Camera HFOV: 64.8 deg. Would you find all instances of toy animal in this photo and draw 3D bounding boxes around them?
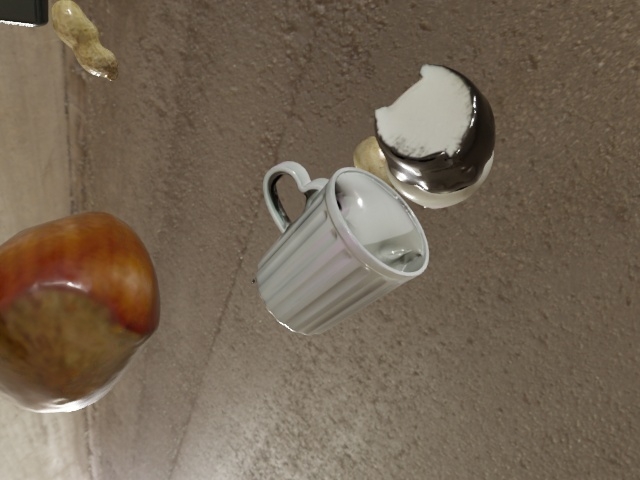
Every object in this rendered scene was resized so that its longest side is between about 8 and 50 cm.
[{"bbox_3d":[0.252,-0.188,1.071,0.250,0.251,0.310,29,178,30],"label":"toy animal"}]

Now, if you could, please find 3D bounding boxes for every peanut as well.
[{"bbox_3d":[-0.622,-0.525,1.346,0.085,0.104,0.228,-7,134,23],"label":"peanut"}]

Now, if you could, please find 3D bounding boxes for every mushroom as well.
[{"bbox_3d":[0.162,-0.207,1.385,0.166,0.127,0.166,-25,-90,-86],"label":"mushroom"}]

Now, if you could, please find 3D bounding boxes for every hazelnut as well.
[{"bbox_3d":[-0.468,0.123,0.929,0.365,0.365,0.366,26,132,32],"label":"hazelnut"}]

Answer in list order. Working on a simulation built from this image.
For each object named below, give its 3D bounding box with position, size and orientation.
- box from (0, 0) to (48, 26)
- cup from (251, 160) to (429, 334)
[{"bbox_3d":[-0.530,-0.396,0.772,0.144,0.200,0.090,45,131,41],"label":"box"},{"bbox_3d":[0.012,0.002,0.711,0.202,0.166,0.221,-42,61,35],"label":"cup"}]
